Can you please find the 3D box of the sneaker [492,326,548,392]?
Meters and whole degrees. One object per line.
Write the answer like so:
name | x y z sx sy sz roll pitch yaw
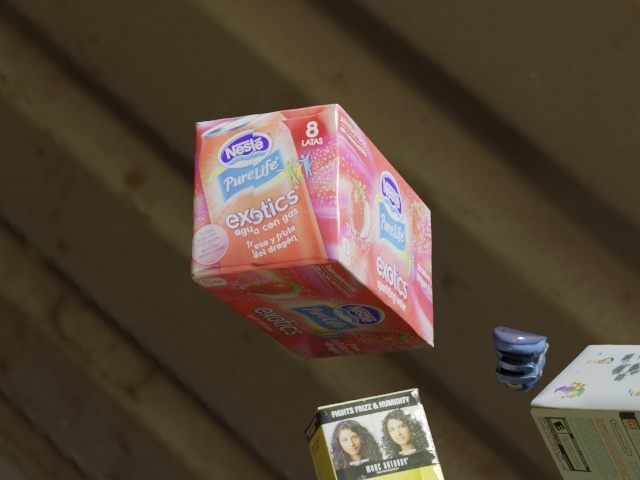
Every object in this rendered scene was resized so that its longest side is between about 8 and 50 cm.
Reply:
sneaker | 0.209 0.126 1.853 0.053 0.059 0.144 14 -8 20

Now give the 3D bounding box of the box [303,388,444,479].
box | 0.059 0.233 1.309 0.058 0.087 0.232 113 -34 -64

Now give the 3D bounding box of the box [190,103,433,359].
box | 0.000 0.000 1.650 0.142 0.154 0.300 -7 -20 18

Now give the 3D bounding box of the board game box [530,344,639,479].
board game box | 0.341 0.200 1.413 0.303 0.097 0.224 -4 -61 53
